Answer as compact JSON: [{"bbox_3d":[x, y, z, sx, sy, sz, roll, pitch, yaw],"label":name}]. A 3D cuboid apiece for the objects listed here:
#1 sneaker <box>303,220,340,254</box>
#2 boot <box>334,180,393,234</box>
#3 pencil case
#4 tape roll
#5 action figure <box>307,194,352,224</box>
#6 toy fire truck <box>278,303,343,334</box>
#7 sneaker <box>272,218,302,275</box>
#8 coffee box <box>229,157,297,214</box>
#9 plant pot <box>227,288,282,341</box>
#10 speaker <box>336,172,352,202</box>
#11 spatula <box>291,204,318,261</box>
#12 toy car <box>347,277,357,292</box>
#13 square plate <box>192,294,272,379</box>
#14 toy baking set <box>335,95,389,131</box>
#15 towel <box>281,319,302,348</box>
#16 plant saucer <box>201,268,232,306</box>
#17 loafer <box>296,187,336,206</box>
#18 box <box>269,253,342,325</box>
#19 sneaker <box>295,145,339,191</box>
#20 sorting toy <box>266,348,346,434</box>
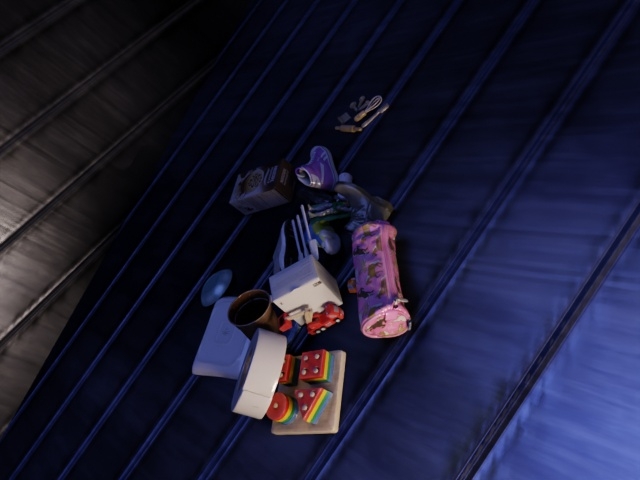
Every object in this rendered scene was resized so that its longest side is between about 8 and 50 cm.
[{"bbox_3d":[0.000,0.000,2.042,0.126,0.091,0.240,-49,30,23],"label":"sneaker"},{"bbox_3d":[0.125,-0.103,1.923,0.247,0.083,0.161,28,79,20],"label":"boot"},{"bbox_3d":[0.186,0.115,1.704,0.167,0.160,0.385,-22,47,21],"label":"pencil case"},{"bbox_3d":[-0.204,0.438,1.775,0.286,0.100,0.285,-160,90,-81],"label":"tape roll"},{"bbox_3d":[0.070,-0.124,2.018,0.233,0.063,0.137,-10,38,2],"label":"action figure"},{"bbox_3d":[-0.033,0.263,1.822,0.192,0.135,0.047,-33,43,23],"label":"toy fire truck"},{"bbox_3d":[-0.143,0.031,2.137,0.108,0.100,0.271,-27,44,38],"label":"sneaker"},{"bbox_3d":[-0.255,-0.240,2.429,0.297,0.119,0.168,-13,52,38],"label":"coffee box"},{"bbox_3d":[-0.225,0.290,1.942,0.167,0.165,0.166,-15,40,13],"label":"plant pot"},{"bbox_3d":[0.094,-0.198,2.110,0.055,0.055,0.136,-19,50,34],"label":"speaker"},{"bbox_3d":[-0.061,-0.005,2.041,0.168,0.019,0.241,125,138,-56],"label":"spatula"},{"bbox_3d":[0.135,0.154,1.815,0.122,0.041,0.060,14,72,49],"label":"toy car"},{"bbox_3d":[-0.363,0.370,2.131,0.348,0.049,0.343,-7,58,41],"label":"square plate"},{"bbox_3d":[0.170,-0.548,2.319,0.256,0.030,0.196,23,79,50],"label":"toy baking set"},{"bbox_3d":[-0.108,0.324,1.933,0.067,0.029,0.119,17,74,50],"label":"towel"},{"bbox_3d":[-0.465,0.196,2.343,0.195,0.037,0.194,-34,30,24],"label":"plant saucer"},{"bbox_3d":[-0.030,-0.159,2.183,0.223,0.076,0.078,21,69,46],"label":"loafer"},{"bbox_3d":[-0.051,0.173,1.855,0.181,0.182,0.119,-29,43,13],"label":"box"},{"bbox_3d":[-0.033,-0.313,2.222,0.282,0.161,0.102,-112,33,-48],"label":"sneaker"},{"bbox_3d":[-0.059,0.478,1.721,0.257,0.089,0.255,-17,51,35],"label":"sorting toy"}]
